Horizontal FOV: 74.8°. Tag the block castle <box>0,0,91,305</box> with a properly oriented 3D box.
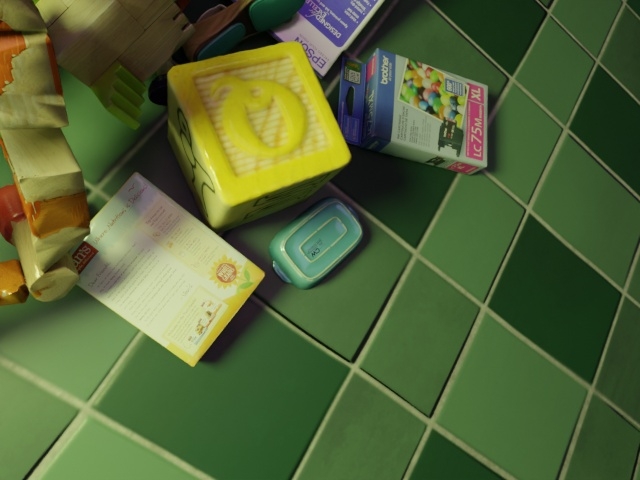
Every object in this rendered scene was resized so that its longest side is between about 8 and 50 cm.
[{"bbox_3d":[-0.406,-0.116,0.363,0.303,0.453,0.213,-19,54,-33],"label":"block castle"}]

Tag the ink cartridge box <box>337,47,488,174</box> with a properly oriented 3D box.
[{"bbox_3d":[0.187,-0.253,0.821,0.311,0.065,0.186,9,77,-17],"label":"ink cartridge box"}]

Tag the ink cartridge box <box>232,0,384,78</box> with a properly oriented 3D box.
[{"bbox_3d":[-0.023,-0.509,0.769,0.303,0.072,0.307,39,92,-10],"label":"ink cartridge box"}]

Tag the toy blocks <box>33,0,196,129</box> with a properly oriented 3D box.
[{"bbox_3d":[-0.266,-0.366,0.542,0.261,0.191,0.381,-42,67,2],"label":"toy blocks"}]

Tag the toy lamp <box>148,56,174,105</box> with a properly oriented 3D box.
[{"bbox_3d":[-0.269,-0.358,0.663,0.080,0.080,0.275,-12,85,-21],"label":"toy lamp"}]

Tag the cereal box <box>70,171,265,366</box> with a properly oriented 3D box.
[{"bbox_3d":[-0.226,0.043,0.613,0.240,0.047,0.173,40,79,-9],"label":"cereal box"}]

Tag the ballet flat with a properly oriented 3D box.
[{"bbox_3d":[-0.133,-0.379,0.697,0.232,0.080,0.073,-35,78,-7],"label":"ballet flat"}]

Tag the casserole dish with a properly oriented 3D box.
[{"bbox_3d":[0.000,0.000,0.720,0.188,0.037,0.114,-41,95,-20],"label":"casserole dish"}]

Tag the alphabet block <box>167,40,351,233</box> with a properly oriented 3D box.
[{"bbox_3d":[-0.102,-0.140,0.621,0.193,0.197,0.192,-25,90,-22],"label":"alphabet block"}]
